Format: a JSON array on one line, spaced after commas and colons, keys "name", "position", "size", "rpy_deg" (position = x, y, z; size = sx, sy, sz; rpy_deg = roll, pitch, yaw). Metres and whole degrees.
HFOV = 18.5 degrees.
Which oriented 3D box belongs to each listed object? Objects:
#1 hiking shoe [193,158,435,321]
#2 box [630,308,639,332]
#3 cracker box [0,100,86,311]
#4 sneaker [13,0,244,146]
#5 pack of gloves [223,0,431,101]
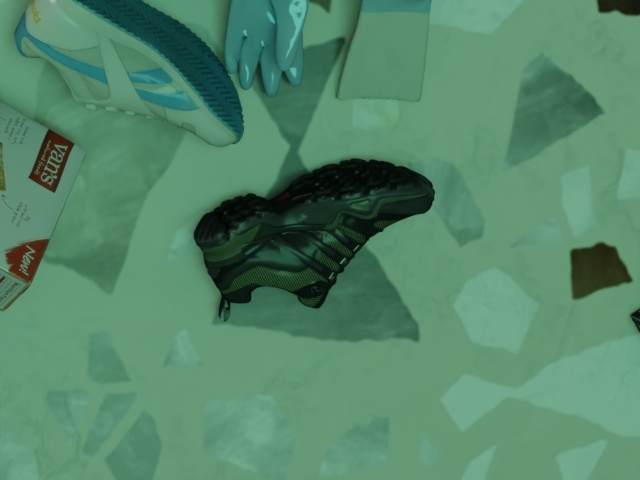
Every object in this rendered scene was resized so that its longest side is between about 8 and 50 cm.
[{"name": "hiking shoe", "position": [0.000, 0.000, 1.821], "size": [0.227, 0.086, 0.114], "rpy_deg": [-15, 117, -5]}, {"name": "box", "position": [0.403, 0.081, 1.949], "size": [0.162, 0.029, 0.116], "rpy_deg": [-32, 106, -4]}, {"name": "cracker box", "position": [-0.334, -0.064, 1.685], "size": [0.232, 0.067, 0.155], "rpy_deg": [30, 52, -18]}, {"name": "sneaker", "position": [-0.165, -0.152, 1.748], "size": [0.229, 0.087, 0.092], "rpy_deg": [36, 121, -25]}, {"name": "pack of gloves", "position": [0.020, -0.220, 1.748], "size": [0.195, 0.046, 0.232], "rpy_deg": [2, 123, -13]}]
